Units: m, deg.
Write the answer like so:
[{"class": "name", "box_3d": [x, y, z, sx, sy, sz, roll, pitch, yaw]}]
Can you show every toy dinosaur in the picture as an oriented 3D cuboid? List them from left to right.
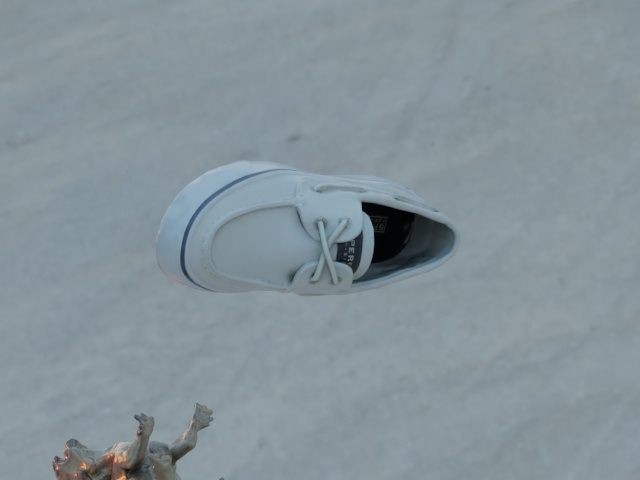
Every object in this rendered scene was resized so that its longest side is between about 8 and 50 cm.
[{"class": "toy dinosaur", "box_3d": [-0.202, 0.312, 1.880, 0.127, 0.200, 0.296, 19, 23, -31]}]

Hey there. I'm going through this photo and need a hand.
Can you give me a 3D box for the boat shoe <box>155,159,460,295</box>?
[{"class": "boat shoe", "box_3d": [0.000, 0.000, 1.178, 0.088, 0.096, 0.267, 21, 12, 40]}]
